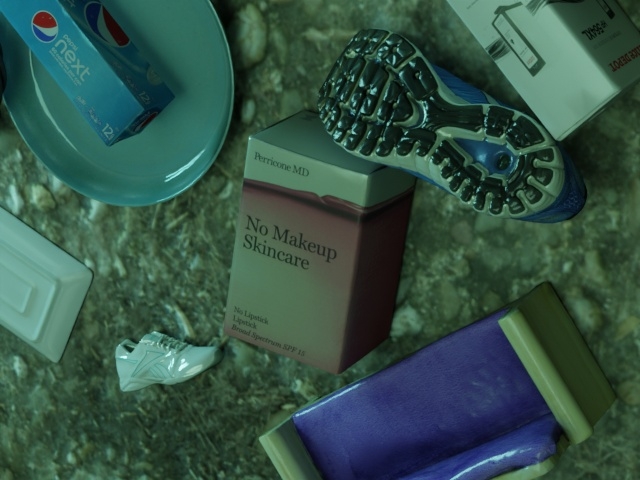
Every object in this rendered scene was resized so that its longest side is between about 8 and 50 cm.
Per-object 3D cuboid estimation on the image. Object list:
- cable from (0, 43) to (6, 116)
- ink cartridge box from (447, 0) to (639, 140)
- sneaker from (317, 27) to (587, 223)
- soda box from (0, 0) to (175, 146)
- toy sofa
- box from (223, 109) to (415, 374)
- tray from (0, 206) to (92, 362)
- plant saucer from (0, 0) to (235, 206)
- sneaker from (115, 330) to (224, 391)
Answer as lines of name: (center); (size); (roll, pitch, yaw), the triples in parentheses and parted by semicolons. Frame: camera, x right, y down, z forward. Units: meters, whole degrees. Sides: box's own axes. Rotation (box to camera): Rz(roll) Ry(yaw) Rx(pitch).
cable: (-0.415, -0.201, 2.104); (0.150, 0.047, 0.184); (42, 132, 34)
ink cartridge box: (0.214, -0.210, 1.722); (0.086, 0.148, 0.203); (-40, 86, 31)
sneaker: (0.130, -0.100, 1.815); (0.330, 0.147, 0.130); (37, 97, 37)
soda box: (-0.257, -0.209, 1.983); (0.071, 0.067, 0.210); (-41, 85, 32)
toy sofa: (0.108, 0.197, 1.906); (0.362, 0.177, 0.150); (-29, 92, 34)
box: (0.000, 0.000, 1.926); (0.149, 0.127, 0.232); (18, 115, 23)
tray: (-0.408, 0.027, 2.222); (0.270, 0.030, 0.145); (33, 121, 15)
plant saucer: (-0.224, -0.195, 2.035); (0.317, 0.044, 0.317); (10, 112, 27)
sneaker: (-0.181, 0.136, 2.119); (0.152, 0.054, 0.061); (-12, 98, 32)
